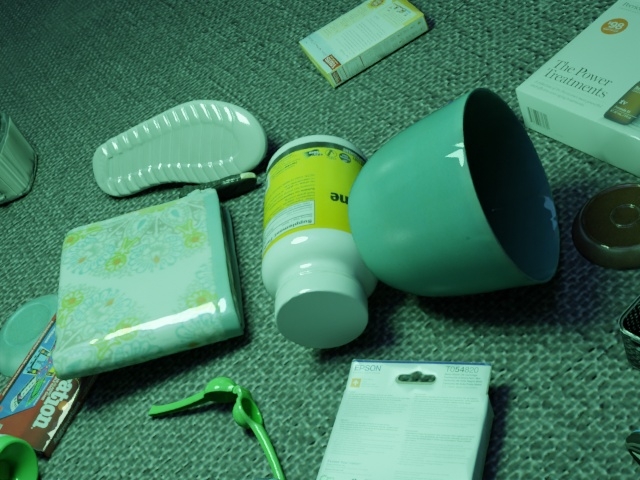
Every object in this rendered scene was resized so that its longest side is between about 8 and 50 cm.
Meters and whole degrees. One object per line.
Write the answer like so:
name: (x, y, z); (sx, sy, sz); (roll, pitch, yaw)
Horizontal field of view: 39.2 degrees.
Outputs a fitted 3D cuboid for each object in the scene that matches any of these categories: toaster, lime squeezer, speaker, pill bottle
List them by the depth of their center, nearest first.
lime squeezer: (-0.142, 0.271, 1.374); (0.310, 0.059, 0.110); (19, 60, 39)
pill bottle: (0.000, 0.000, 1.456); (0.187, 0.188, 0.334); (-16, 45, 15)
speaker: (-0.615, 0.384, 1.475); (0.296, 0.131, 0.131); (-7, 47, 23)
toaster: (-0.745, -0.190, 2.080); (0.129, 0.146, 0.227); (-20, 44, 10)

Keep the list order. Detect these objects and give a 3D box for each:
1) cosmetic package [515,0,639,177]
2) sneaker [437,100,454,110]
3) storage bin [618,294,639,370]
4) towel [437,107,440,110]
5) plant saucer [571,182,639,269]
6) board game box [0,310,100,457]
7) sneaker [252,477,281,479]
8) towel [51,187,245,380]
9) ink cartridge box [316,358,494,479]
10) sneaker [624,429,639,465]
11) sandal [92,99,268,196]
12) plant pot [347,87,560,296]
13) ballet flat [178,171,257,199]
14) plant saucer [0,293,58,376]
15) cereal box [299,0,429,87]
cosmetic package: (0.553, -0.241, 1.451); (0.284, 0.097, 0.377); (-40, 43, -14)
sneaker: (0.219, -0.188, 1.570); (0.236, 0.104, 0.095); (-28, 53, 5)
storage bin: (0.489, 0.100, 1.166); (0.180, 0.084, 0.122); (-43, 43, -15)
towel: (0.223, -0.213, 1.667); (0.060, 0.009, 0.083); (-36, 43, -5)
plant saucer: (0.460, -0.030, 1.348); (0.168, 0.029, 0.168); (-15, 44, 15)
board game box: (-0.464, 0.234, 1.588); (0.145, 0.027, 0.281); (13, 56, 21)
sneaker: (-0.050, 0.366, 1.174); (0.283, 0.110, 0.122); (-10, 59, 19)
towel: (-0.307, 0.071, 1.609); (0.320, 0.090, 0.374); (-17, 40, 2)
ink cartridge box: (0.120, 0.270, 1.235); (0.223, 0.045, 0.224); (-2, 49, 28)
sneaker: (0.397, 0.299, 1.038); (0.078, 0.067, 0.188); (-19, 46, 3)
sandal: (-0.287, -0.193, 1.857); (0.416, 0.169, 0.102); (-7, 7, 24)
plant pot: (0.184, -0.048, 1.341); (0.235, 0.293, 0.293); (-19, 41, 33)
ballet flat: (-0.204, -0.108, 1.764); (0.173, 0.057, 0.049); (-14, 60, 19)
plant saucer: (-0.548, 0.169, 1.710); (0.194, 0.037, 0.195); (-16, 43, 15)
cereal box: (0.090, -0.438, 1.928); (0.240, 0.047, 0.173); (-32, 42, -1)
